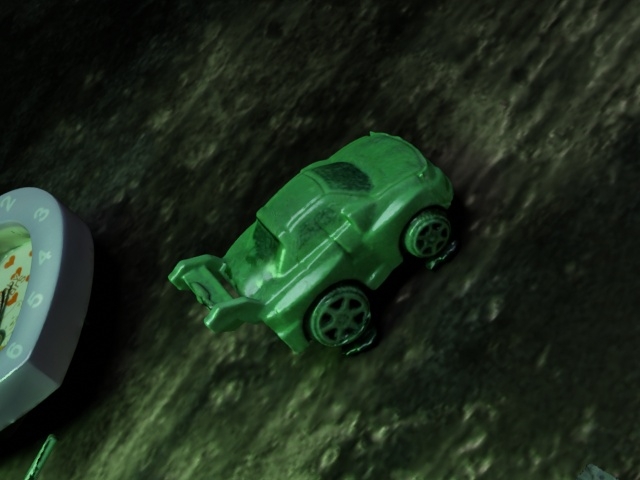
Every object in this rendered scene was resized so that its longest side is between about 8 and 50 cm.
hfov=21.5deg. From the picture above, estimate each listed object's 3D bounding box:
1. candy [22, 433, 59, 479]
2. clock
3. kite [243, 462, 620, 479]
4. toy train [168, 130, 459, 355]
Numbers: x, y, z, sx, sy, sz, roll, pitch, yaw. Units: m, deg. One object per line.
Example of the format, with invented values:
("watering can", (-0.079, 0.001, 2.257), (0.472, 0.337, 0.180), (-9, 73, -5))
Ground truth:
("candy", (-0.195, 0.189, 0.963), (0.055, 0.049, 0.185), (38, 100, 46))
("clock", (-0.208, 0.066, 1.091), (0.172, 0.064, 0.198), (22, 74, 50))
("kite", (0.068, 0.155, 0.685), (0.250, 0.229, 0.012), (-42, -17, -53))
("toy train", (0.000, 0.000, 0.940), (0.149, 0.081, 0.099), (-47, 37, 2))
